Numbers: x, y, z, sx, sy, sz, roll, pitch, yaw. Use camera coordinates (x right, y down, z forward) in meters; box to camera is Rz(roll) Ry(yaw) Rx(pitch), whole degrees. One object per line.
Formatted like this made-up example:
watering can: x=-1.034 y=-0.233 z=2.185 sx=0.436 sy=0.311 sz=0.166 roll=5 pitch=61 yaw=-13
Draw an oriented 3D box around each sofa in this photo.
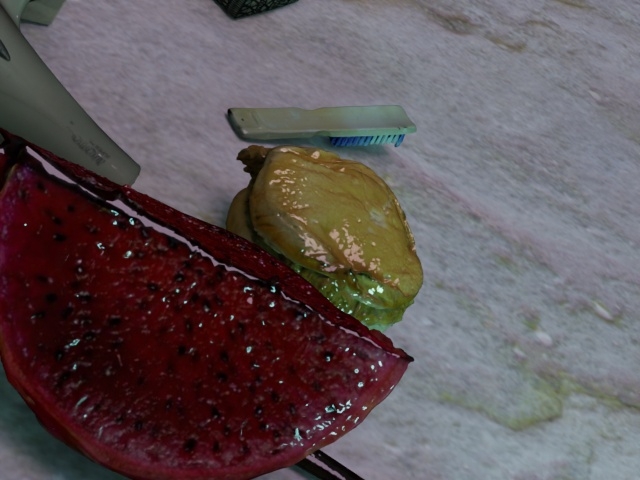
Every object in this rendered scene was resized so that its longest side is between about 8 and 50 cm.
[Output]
sofa: x=-0.055 y=-0.236 z=1.342 sx=0.060 sy=0.039 sz=0.118 roll=47 pitch=33 yaw=10

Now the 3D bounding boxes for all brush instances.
brush: x=0.000 y=-0.093 z=1.243 sx=0.178 sy=0.030 sz=0.033 roll=-5 pitch=60 yaw=-35

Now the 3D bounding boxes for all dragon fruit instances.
dragon fruit: x=-0.096 y=0.046 z=0.877 sx=0.261 sy=0.163 sz=0.189 roll=32 pitch=62 yaw=-7

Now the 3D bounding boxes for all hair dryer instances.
hair dryer: x=-0.179 y=-0.128 z=1.022 sx=0.225 sy=0.088 sz=0.219 roll=-34 pitch=96 yaw=-36

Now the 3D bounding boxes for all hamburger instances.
hamburger: x=0.000 y=0.000 z=1.079 sx=0.138 sy=0.083 sz=0.147 roll=16 pitch=41 yaw=-39

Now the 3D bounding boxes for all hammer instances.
hammer: x=0.028 y=0.163 z=0.968 sx=0.178 sy=0.021 sz=0.065 roll=34 pitch=34 yaw=-9

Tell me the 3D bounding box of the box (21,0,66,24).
box: x=-0.308 y=-0.251 z=1.072 sx=0.256 sy=0.069 sz=0.164 roll=5 pitch=46 yaw=-43
